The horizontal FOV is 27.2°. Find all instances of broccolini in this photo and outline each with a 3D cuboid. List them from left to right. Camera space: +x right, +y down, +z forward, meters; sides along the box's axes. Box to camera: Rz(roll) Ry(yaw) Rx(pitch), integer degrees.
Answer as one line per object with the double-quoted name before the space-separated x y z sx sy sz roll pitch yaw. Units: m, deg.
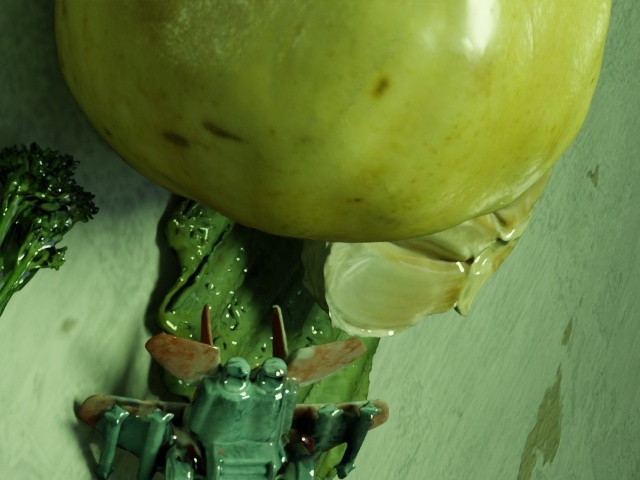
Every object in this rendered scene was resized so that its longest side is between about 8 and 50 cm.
"broccolini" -0.185 0.042 0.774 0.074 0.058 0.201 32 69 -56

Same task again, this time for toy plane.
"toy plane" -0.071 0.184 0.973 0.104 0.223 0.326 -108 -155 -52

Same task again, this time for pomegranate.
"pomegranate" 0.011 -0.153 0.804 0.332 0.333 0.332 -35 130 -56

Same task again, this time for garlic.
"garlic" 0.069 -0.043 1.034 0.229 0.142 0.178 -43 139 19

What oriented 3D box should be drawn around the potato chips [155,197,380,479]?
"potato chips" 0.000 0.000 1.132 0.429 0.070 0.358 -58 145 -38
